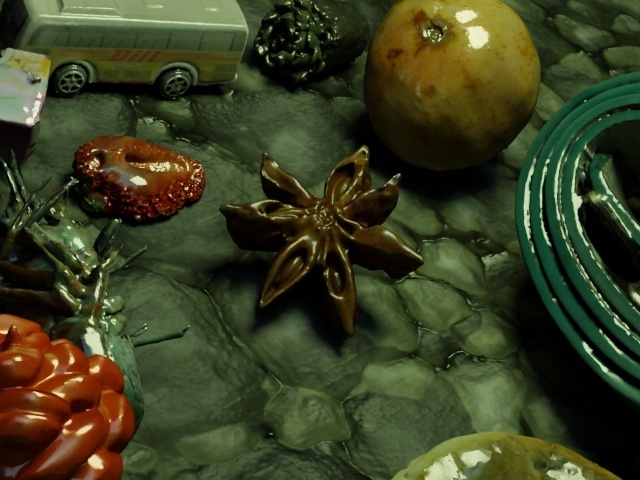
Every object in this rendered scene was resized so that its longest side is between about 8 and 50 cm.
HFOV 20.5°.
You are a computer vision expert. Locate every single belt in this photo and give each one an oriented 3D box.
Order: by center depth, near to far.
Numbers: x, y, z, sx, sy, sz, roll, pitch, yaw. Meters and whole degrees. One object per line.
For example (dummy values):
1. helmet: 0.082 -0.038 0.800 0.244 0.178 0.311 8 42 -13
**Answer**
1. belt: 0.377 0.022 1.759 0.173 0.300 0.436 43 13 -53

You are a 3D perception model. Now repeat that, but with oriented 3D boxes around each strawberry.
1. strawberry: -0.184 -0.067 1.793 0.152 0.048 0.104 -10 53 -31

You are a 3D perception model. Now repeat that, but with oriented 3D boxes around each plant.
1. plant: -0.009 -0.232 2.040 0.143 0.092 0.094 -13 59 -44

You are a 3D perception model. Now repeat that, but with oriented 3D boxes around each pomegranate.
1. pomegranate: 0.142 -0.181 1.963 0.207 0.207 0.207 14 40 -12

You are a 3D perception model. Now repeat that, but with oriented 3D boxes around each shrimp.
1. shrimp: -0.216 0.055 1.587 0.172 0.137 0.372 40 32 -45

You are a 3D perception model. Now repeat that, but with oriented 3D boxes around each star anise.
1. star anise: 0.004 0.001 1.762 0.212 0.111 0.196 -27 54 -35

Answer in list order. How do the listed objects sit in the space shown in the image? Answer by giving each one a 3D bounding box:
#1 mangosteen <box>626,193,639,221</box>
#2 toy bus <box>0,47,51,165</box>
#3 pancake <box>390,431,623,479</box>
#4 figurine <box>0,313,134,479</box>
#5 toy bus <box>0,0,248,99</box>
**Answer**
1. mangosteen: 0.335 -0.079 2.018 0.137 0.137 0.151 21 74 -4
2. toy bus: -0.409 -0.159 1.752 0.274 0.090 0.112 12 49 -13
3. pancake: 0.194 0.321 1.513 0.387 0.082 0.387 13 44 -13
4. figurine: -0.358 0.144 1.342 0.412 0.241 0.306 20 18 13
5. toy bus: -0.212 -0.219 1.904 0.268 0.106 0.092 0 43 -27
